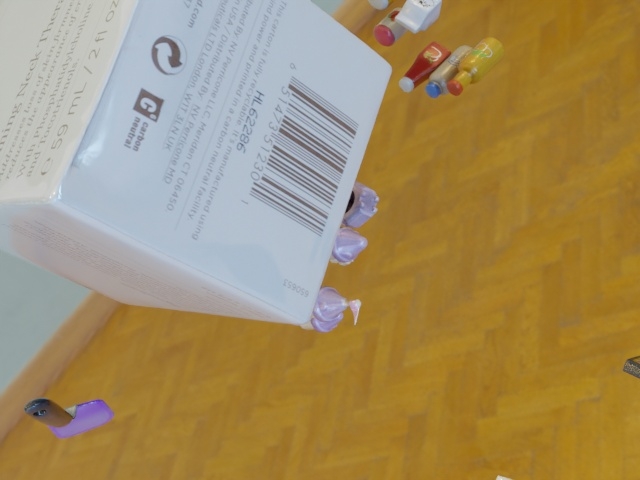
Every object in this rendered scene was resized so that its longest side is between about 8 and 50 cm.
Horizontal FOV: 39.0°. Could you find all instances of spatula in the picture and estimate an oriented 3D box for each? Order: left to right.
[{"bbox_3d":[-0.313,0.215,1.110,0.084,0.030,0.296,-18,-11,-8],"label":"spatula"}]

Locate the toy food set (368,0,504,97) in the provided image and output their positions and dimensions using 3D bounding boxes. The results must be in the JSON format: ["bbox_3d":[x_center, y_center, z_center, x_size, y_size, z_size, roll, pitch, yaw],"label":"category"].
[{"bbox_3d":[0.147,-0.291,1.359,0.232,0.111,0.104,38,67,16],"label":"toy food set"}]

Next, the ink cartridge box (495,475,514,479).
[{"bbox_3d":[0.431,0.582,1.657,0.283,0.117,0.207,14,51,11],"label":"ink cartridge box"}]

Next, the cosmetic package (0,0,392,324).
[{"bbox_3d":[-0.199,-0.117,1.039,0.394,0.327,0.329,0,67,48],"label":"cosmetic package"}]

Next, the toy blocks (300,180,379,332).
[{"bbox_3d":[0.000,0.000,1.428,0.260,0.309,0.288,-10,68,50],"label":"toy blocks"}]

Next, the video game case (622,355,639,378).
[{"bbox_3d":[0.820,0.309,1.951,0.248,0.275,0.035,26,106,36],"label":"video game case"}]
